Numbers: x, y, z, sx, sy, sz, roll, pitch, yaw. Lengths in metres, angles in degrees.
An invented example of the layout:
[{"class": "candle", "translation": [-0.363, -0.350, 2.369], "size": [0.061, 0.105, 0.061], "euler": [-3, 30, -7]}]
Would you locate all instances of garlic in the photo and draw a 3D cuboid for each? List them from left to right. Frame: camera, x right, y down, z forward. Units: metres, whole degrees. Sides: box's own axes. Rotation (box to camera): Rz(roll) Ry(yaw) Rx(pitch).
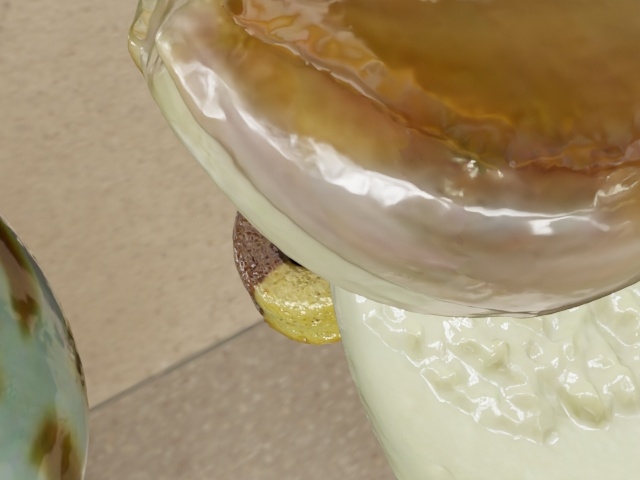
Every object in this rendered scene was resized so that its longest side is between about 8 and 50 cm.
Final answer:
[{"class": "garlic", "translation": [0.062, -0.044, 0.490], "size": [0.128, 0.206, 0.115], "euler": [55, 159, 22]}]

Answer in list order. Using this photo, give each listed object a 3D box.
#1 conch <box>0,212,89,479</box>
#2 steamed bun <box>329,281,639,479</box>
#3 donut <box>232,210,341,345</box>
[{"class": "conch", "translation": [-0.239, 0.050, 0.863], "size": [0.368, 0.249, 0.197], "euler": [32, 116, -11]}, {"class": "steamed bun", "translation": [0.202, -0.083, 0.835], "size": [0.290, 0.371, 0.456], "euler": [13, 127, 29]}, {"class": "donut", "translation": [0.000, 0.000, 1.348], "size": [0.140, 0.059, 0.140], "euler": [-8, 66, 18]}]
